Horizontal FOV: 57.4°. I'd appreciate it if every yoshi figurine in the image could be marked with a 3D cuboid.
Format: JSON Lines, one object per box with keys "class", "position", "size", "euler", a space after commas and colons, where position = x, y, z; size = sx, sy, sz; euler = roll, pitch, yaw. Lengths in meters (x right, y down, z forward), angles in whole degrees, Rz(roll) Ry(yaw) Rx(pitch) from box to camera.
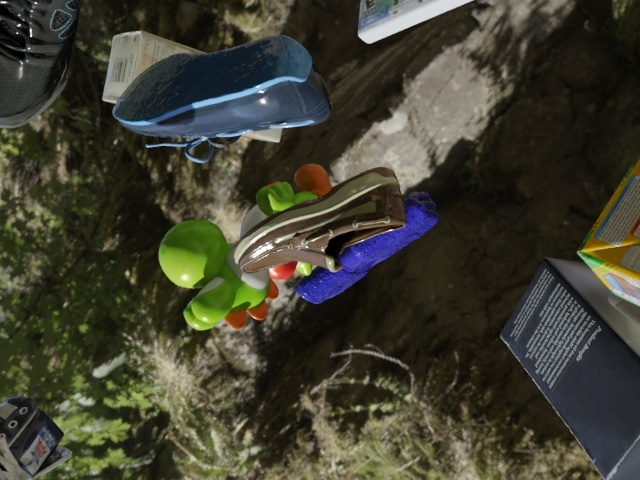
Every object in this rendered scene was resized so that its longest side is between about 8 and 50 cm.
{"class": "yoshi figurine", "position": [-0.131, -0.015, 0.987], "size": [0.203, 0.204, 0.362], "euler": [19, -138, 20]}

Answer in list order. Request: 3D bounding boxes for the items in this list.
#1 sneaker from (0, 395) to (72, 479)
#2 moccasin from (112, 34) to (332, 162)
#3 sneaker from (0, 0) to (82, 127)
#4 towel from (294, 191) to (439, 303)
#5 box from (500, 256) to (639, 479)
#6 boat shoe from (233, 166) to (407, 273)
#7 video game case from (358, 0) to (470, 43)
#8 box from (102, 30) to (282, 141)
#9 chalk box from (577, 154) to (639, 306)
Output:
{"class": "sneaker", "position": [-0.315, 0.255, 0.559], "size": [0.282, 0.153, 0.099], "euler": [33, 144, 50]}
{"class": "moccasin", "position": [-0.140, -0.165, 0.761], "size": [0.342, 0.138, 0.117], "euler": [8, 157, 39]}
{"class": "sneaker", "position": [-0.312, -0.267, 0.616], "size": [0.125, 0.341, 0.140], "euler": [26, -159, -16]}
{"class": "towel", "position": [0.106, 0.019, 1.205], "size": [0.076, 0.308, 0.227], "euler": [53, -163, 6]}
{"class": "box", "position": [0.499, 0.188, 0.897], "size": [0.296, 0.183, 0.294], "euler": [6, -148, -21]}
{"class": "boat shoe", "position": [-0.004, -0.001, 0.784], "size": [0.095, 0.257, 0.095], "euler": [14, -128, -61]}
{"class": "video game case", "position": [0.202, -0.493, 0.901], "size": [0.036, 0.329, 0.300], "euler": [19, -109, -43]}
{"class": "box", "position": [-0.223, -0.279, 1.094], "size": [0.311, 0.121, 0.148], "euler": [8, -173, -38]}
{"class": "chalk box", "position": [0.409, 0.019, 0.660], "size": [0.132, 0.132, 0.213], "euler": [32, -179, 43]}
